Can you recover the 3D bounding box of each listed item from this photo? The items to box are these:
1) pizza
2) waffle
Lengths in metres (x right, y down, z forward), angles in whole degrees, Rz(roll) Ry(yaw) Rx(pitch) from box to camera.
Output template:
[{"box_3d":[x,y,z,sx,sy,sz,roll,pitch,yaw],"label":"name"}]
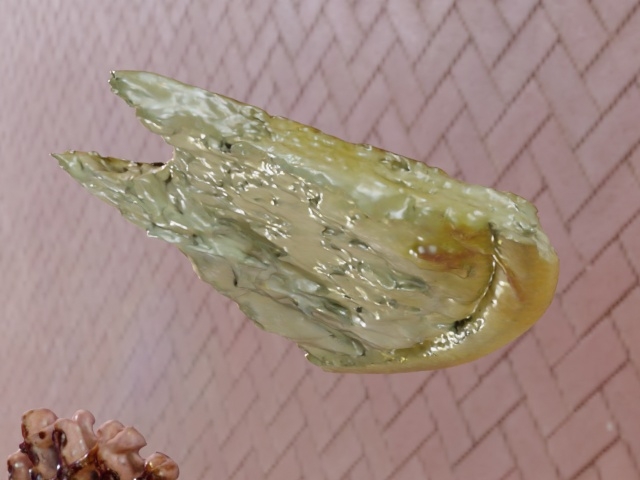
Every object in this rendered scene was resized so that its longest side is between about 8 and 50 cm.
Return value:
[{"box_3d":[0.000,0.000,0.572,0.181,0.262,0.034,-19,51,41],"label":"pizza"},{"box_3d":[-0.167,0.246,0.952,0.221,0.055,0.234,17,103,35],"label":"waffle"}]
